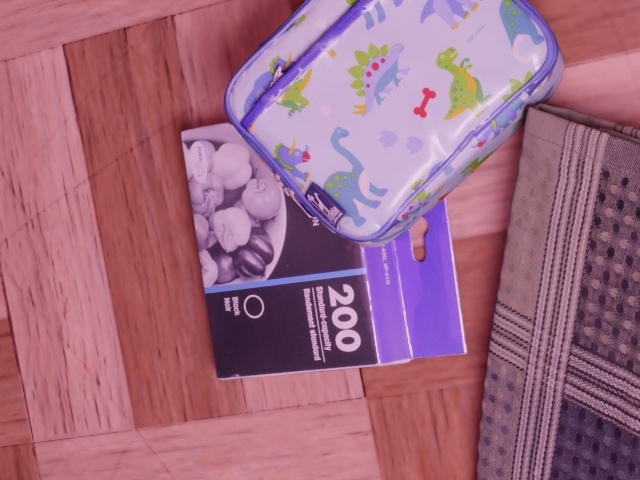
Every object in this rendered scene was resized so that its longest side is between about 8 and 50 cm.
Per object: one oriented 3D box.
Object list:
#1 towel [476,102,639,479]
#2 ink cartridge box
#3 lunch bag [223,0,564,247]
[{"bbox_3d":[0.234,0.090,1.097,0.312,0.056,0.324,28,118,49],"label":"towel"},{"bbox_3d":[0.000,0.000,1.281,0.208,0.045,0.206,-8,90,27],"label":"ink cartridge box"},{"bbox_3d":[0.050,-0.116,1.192,0.219,0.090,0.176,-43,77,8],"label":"lunch bag"}]
